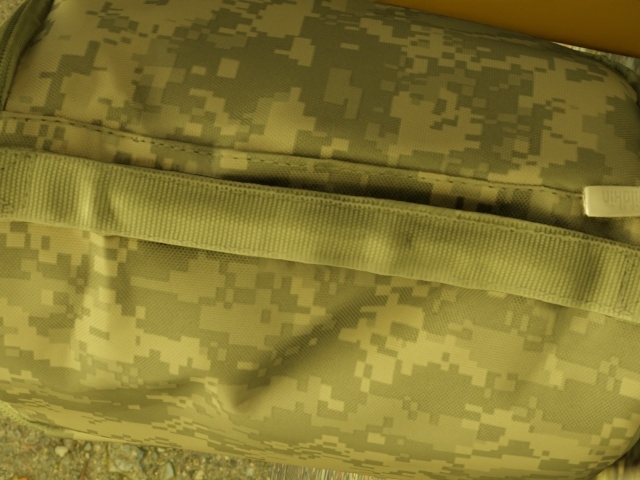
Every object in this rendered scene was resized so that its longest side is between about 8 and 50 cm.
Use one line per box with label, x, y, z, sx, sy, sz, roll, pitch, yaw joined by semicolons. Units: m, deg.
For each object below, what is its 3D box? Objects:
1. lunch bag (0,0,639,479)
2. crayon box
lunch bag;0.000;0.000;0.628;0.256;0.305;0.212;142;137;-89
crayon box;0.069;-0.168;0.766;0.323;0.203;0.083;-93;14;-74
